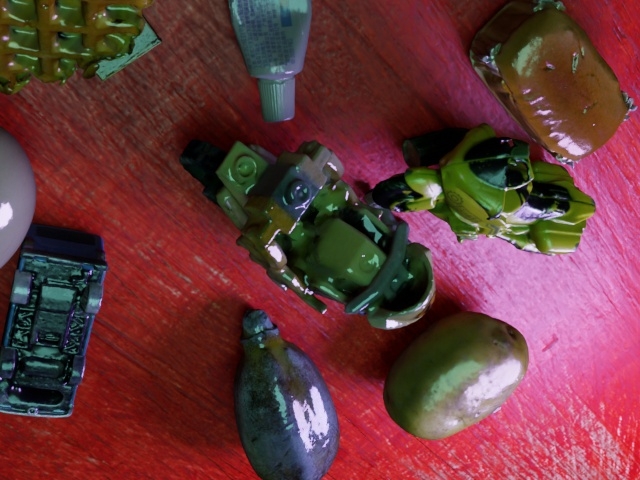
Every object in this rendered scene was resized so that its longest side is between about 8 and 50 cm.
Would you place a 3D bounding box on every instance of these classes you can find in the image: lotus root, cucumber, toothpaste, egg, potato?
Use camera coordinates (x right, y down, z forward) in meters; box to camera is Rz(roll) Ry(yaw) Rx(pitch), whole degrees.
[{"bbox_3d":[-0.059,0.255,1.285,0.158,0.140,0.322,-17,121,-7],"label":"lotus root"},{"bbox_3d":[0.172,-0.136,1.181,0.105,0.048,0.048,-19,123,-9],"label":"cucumber"},{"bbox_3d":[-0.063,-0.285,1.017,0.099,0.068,0.282,-23,119,-40],"label":"toothpaste"},{"bbox_3d":[-0.440,-0.033,0.964,0.189,0.188,0.253,24,117,-28],"label":"egg"},{"bbox_3d":[0.217,0.215,1.340,0.197,0.148,0.228,29,107,-16],"label":"potato"}]

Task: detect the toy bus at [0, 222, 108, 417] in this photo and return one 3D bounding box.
[{"bbox_3d":[-0.362,0.106,1.104,0.116,0.133,0.234,11,111,-23],"label":"toy bus"}]

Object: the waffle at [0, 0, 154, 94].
[{"bbox_3d":[-0.321,-0.271,0.857,0.325,0.068,0.302,-19,144,25],"label":"waffle"}]

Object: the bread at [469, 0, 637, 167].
[{"bbox_3d":[0.320,-0.218,1.144,0.136,0.107,0.241,-44,123,7],"label":"bread"}]

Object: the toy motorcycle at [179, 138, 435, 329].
[{"bbox_3d":[0.000,0.000,1.101,0.410,0.237,0.168,37,76,-31],"label":"toy motorcycle"}]

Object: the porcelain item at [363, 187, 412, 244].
[{"bbox_3d":[0.115,-0.018,1.224,0.021,0.075,0.136,-34,84,25],"label":"porcelain item"}]

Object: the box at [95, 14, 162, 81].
[{"bbox_3d":[-0.264,-0.265,0.982,0.090,0.023,0.133,-35,123,3],"label":"box"}]

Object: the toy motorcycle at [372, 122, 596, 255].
[{"bbox_3d":[0.250,-0.066,1.162,0.342,0.206,0.142,11,75,-37],"label":"toy motorcycle"}]
